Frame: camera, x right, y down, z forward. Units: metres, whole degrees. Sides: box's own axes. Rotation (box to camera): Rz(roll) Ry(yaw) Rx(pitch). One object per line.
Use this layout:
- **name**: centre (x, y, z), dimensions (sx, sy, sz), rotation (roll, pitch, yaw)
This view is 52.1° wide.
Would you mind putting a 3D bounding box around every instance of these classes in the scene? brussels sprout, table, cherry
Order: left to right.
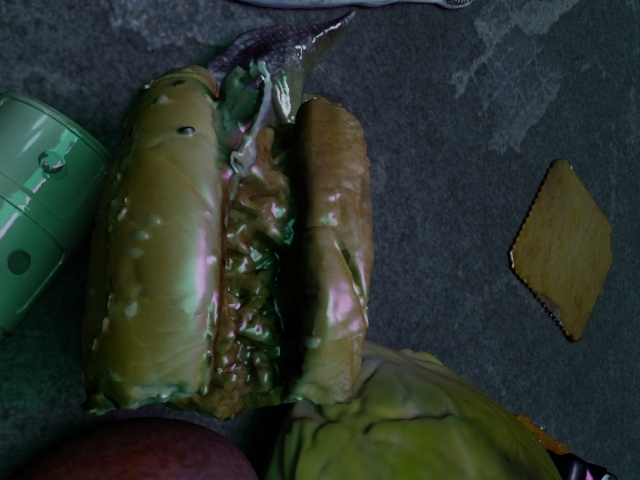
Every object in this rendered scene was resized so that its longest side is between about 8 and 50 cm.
- **table**: centre (-0.267, 0.004, 0.509), dimensions (0.126, 0.126, 0.220), rotation (44, 64, -26)
- **cherry**: centre (-0.160, 0.275, 0.518), dimensions (0.308, 0.221, 0.261), rotation (-6, 69, -14)
- **brussels sprout**: centre (0.095, 0.270, 0.666), dimensions (0.344, 0.344, 0.268), rotation (22, 107, -33)

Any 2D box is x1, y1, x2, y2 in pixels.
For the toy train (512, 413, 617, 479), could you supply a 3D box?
- **toy train**: centre (0.241, 0.405, 0.794), dimensions (0.163, 0.232, 0.369), rotation (37, 67, -32)

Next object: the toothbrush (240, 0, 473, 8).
- **toothbrush**: centre (0.057, -0.311, 0.823), dimensions (0.414, 0.042, 0.035), rotation (-14, 96, -34)

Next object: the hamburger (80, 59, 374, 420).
- **hamburger**: centre (-0.070, 0.005, 0.532), dimensions (0.195, 0.318, 0.276), rotation (7, 77, -10)

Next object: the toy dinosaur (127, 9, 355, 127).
- **toy dinosaur**: centre (-0.062, -0.136, 0.698), dimensions (0.294, 0.077, 0.162), rotation (-40, 117, -29)

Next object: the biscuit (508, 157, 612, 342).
- **biscuit**: centre (0.407, 0.014, 1.074), dimensions (0.232, 0.013, 0.236), rotation (45, 64, -25)
